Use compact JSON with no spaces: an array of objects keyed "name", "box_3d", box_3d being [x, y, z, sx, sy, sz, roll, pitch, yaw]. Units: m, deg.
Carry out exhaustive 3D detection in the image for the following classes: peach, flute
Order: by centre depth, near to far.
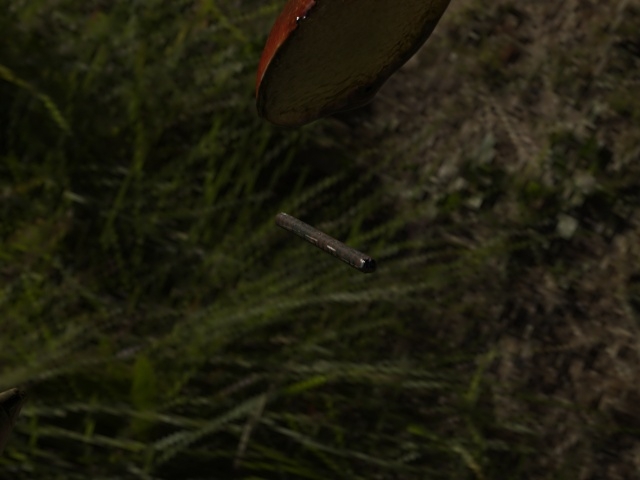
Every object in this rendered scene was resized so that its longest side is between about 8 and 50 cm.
[{"name":"flute","box_3d":[0.000,0.000,1.197,0.014,0.014,0.269,-66,16,1]},{"name":"peach","box_3d":[0.012,-0.171,1.223,0.189,0.279,0.068,-42,76,-4]}]

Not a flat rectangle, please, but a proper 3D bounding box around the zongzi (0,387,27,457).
[{"name":"zongzi","box_3d":[-0.307,0.168,1.140,0.160,0.078,0.176,0,40,11]}]
